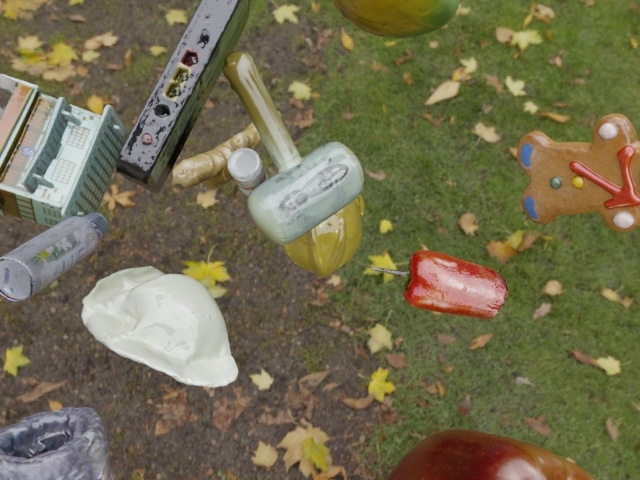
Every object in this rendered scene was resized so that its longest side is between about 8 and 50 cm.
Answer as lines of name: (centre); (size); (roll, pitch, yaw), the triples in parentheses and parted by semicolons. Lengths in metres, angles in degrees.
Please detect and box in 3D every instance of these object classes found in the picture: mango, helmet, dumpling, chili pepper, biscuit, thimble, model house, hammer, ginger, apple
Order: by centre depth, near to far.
thimble: (-0.332, 0.277, 0.734); (0.150, 0.098, 0.150); (-5, 10, 1)
chili pepper: (0.151, 0.055, 0.818); (0.192, 0.086, 0.084); (14, 78, -2)
mango: (0.103, -0.338, 0.822); (0.194, 0.130, 0.092); (1, 65, -21)
dumpling: (-0.227, 0.124, 0.837); (0.179, 0.131, 0.252); (5, 35, -51)
apple: (0.234, 0.412, 0.837); (0.288, 0.317, 0.288); (10, 66, -23)
hammer: (-0.071, -0.161, 0.968); (0.202, 0.113, 0.305); (-35, 104, -17)
biscuit: (0.482, -0.110, 1.016); (0.324, 0.205, 0.049); (7, 29, 45)
model house: (-0.475, -0.138, 1.041); (0.215, 0.198, 0.224); (21, 66, -16)
helmet: (0.000, 0.000, 1.239); (0.205, 0.257, 0.140); (-3, 51, -8)
ginger: (-0.198, -0.198, 1.345); (0.081, 0.148, 0.333); (39, 64, 19)

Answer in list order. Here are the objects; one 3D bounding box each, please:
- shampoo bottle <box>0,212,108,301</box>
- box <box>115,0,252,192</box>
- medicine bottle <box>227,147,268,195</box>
shampoo bottle: (-0.381, 0.014, 0.873); (0.072, 0.072, 0.214); (20, 24, 3)
box: (-0.203, -0.242, 0.925); (0.058, 0.211, 0.350); (28, 85, -8)
medicine bottle: (-0.122, -0.115, 1.023); (0.057, 0.089, 0.057); (-1, 73, 5)
